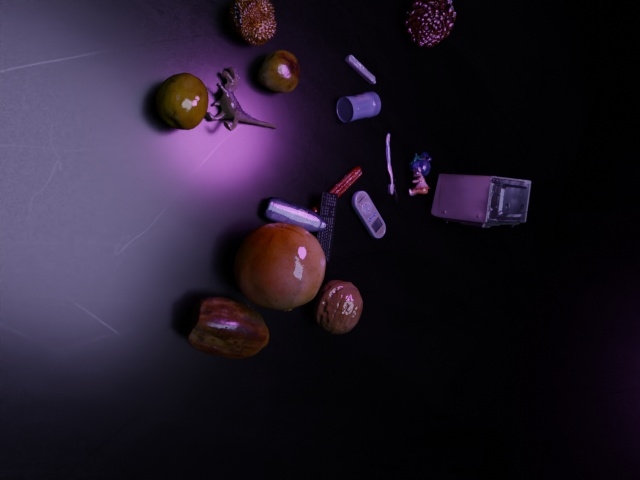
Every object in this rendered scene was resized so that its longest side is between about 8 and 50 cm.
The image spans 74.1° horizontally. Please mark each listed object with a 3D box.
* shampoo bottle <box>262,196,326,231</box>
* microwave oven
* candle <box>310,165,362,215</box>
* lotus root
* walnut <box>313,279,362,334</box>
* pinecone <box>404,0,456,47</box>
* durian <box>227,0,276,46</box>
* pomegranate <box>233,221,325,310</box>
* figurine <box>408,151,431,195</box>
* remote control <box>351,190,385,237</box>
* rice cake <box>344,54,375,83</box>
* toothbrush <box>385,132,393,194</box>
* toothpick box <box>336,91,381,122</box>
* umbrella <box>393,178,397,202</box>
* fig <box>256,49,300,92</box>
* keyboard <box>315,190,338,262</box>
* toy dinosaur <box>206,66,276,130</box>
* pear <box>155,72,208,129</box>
[{"bbox_3d":[-0.090,-0.087,1.539,0.234,0.049,0.086,18,88,-21],"label":"shampoo bottle"},{"bbox_3d":[0.798,-0.195,2.109,0.395,0.333,0.246,-2,102,-39],"label":"microwave oven"},{"bbox_3d":[0.060,-0.188,1.690,0.329,0.048,0.051,-45,144,-25],"label":"candle"},{"bbox_3d":[-0.297,0.285,1.398,0.291,0.193,0.193,25,80,-35],"label":"lotus root"},{"bbox_3d":[0.072,0.257,1.662,0.214,0.213,0.213,-6,99,-38],"label":"walnut"},{"bbox_3d":[0.469,-0.959,1.827,0.222,0.222,0.221,-6,99,-38],"label":"pinecone"},{"bbox_3d":[-0.214,-0.705,1.352,0.168,0.137,0.158,-40,98,-38],"label":"durian"},{"bbox_3d":[-0.135,0.098,1.425,0.320,0.319,0.318,-6,99,-38],"label":"pomegranate"},{"bbox_3d":[0.464,-0.307,1.969,0.111,0.102,0.194,-20,107,-71],"label":"figurine"},{"bbox_3d":[0.205,-0.109,1.819,0.087,0.047,0.244,-51,123,-26],"label":"remote control"},{"bbox_3d":[0.165,-0.691,1.717,0.171,0.033,0.028,28,79,-37],"label":"rice cake"},{"bbox_3d":[0.306,-0.339,1.881,0.021,0.027,0.268,-16,106,-46],"label":"toothbrush"},{"bbox_3d":[0.152,-0.532,1.685,0.153,0.101,0.101,-22,109,-34],"label":"toothpick box"},{"bbox_3d":[0.337,-0.224,1.930,0.013,0.022,0.122,-56,141,-50],"label":"umbrella"},{"bbox_3d":[-0.136,-0.571,1.435,0.153,0.121,0.135,-14,100,-36],"label":"fig"},{"bbox_3d":[0.009,0.004,1.642,0.104,0.041,0.380,3,102,-46],"label":"keyboard"},{"bbox_3d":[-0.263,-0.424,1.389,0.251,0.072,0.199,49,56,-22],"label":"toy dinosaur"},{"bbox_3d":[-0.399,-0.403,1.229,0.149,0.149,0.161,28,68,-38],"label":"pear"}]
